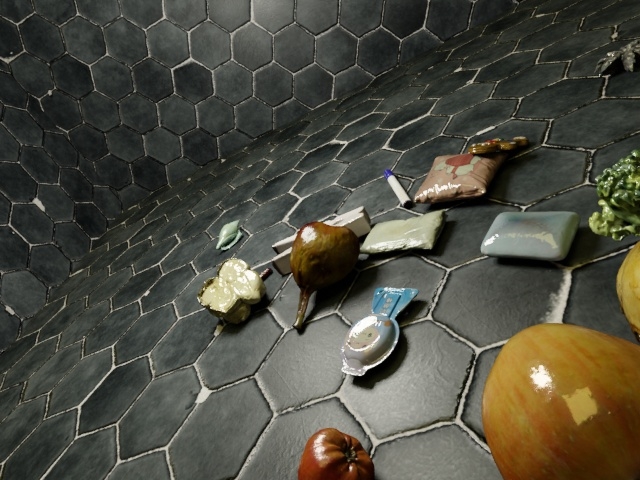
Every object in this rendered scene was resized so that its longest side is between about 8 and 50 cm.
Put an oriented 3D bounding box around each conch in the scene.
[{"bbox_3d":[-0.364,-0.022,1.753,0.065,0.088,0.180,114,179,-52],"label":"conch"}]

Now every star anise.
[{"bbox_3d":[0.953,-0.567,1.328,0.205,0.061,0.180,-25,29,11],"label":"star anise"}]

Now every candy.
[{"bbox_3d":[0.452,-0.014,0.931,0.174,0.071,0.138,4,44,46],"label":"candy"}]

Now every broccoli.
[{"bbox_3d":[0.628,-0.044,0.732,0.288,0.248,0.245,3,79,32],"label":"broccoli"}]

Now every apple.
[{"bbox_3d":[0.326,0.229,0.533,0.242,0.242,0.241,-27,15,9],"label":"apple"}]

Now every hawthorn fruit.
[{"bbox_3d":[0.015,0.374,0.693,0.140,0.125,0.125,-21,30,15],"label":"hawthorn fruit"}]

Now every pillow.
[{"bbox_3d":[0.399,-0.185,1.235,0.223,0.084,0.236,-2,39,39],"label":"pillow"},{"bbox_3d":[0.224,-0.016,1.180,0.230,0.050,0.148,-10,29,40],"label":"pillow"}]

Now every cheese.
[{"bbox_3d":[0.122,0.193,0.943,0.135,0.052,0.244,-2,41,43],"label":"cheese"}]

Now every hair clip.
[{"bbox_3d":[-0.002,-0.004,1.334,0.331,0.085,0.101,-26,20,17],"label":"hair clip"}]

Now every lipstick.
[{"bbox_3d":[-0.224,0.148,1.375,0.176,0.027,0.027,-42,30,-20],"label":"lipstick"}]

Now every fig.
[{"bbox_3d":[-0.018,0.074,1.135,0.191,0.190,0.290,-1,39,43],"label":"fig"}]

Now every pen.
[{"bbox_3d":[0.252,-0.174,1.415,0.033,0.033,0.269,-27,29,9],"label":"pen"}]

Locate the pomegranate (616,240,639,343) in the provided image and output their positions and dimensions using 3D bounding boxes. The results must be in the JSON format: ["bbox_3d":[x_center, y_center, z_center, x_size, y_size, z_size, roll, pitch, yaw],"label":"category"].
[{"bbox_3d":[0.520,0.070,0.541,0.261,0.260,0.260,-24,30,14],"label":"pomegranate"}]

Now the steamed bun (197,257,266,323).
[{"bbox_3d":[-0.250,0.160,1.292,0.192,0.106,0.177,19,67,28],"label":"steamed bun"}]

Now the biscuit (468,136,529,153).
[{"bbox_3d":[0.507,-0.278,1.247,0.205,0.031,0.138,-19,20,-33],"label":"biscuit"}]
